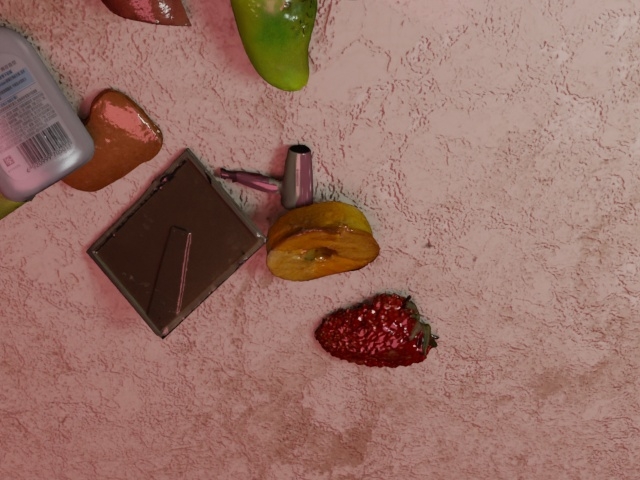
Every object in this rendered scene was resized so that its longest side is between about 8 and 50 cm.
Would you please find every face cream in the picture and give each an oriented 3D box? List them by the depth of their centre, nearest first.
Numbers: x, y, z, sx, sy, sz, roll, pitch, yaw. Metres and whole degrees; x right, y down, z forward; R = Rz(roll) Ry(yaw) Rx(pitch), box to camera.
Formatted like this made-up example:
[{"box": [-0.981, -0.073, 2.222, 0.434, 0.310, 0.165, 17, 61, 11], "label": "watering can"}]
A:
[{"box": [-0.491, -0.232, 1.486, 0.163, 0.080, 0.337, -34, 105, -12], "label": "face cream"}]

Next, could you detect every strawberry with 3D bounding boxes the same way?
[{"box": [0.100, 0.189, 1.774, 0.208, 0.087, 0.167, -25, 120, 17], "label": "strawberry"}]

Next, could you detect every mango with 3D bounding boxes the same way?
[{"box": [-0.062, -0.329, 1.435, 0.125, 0.111, 0.233, -11, 120, 15], "label": "mango"}]

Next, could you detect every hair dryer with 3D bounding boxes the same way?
[{"box": [-0.089, -0.103, 1.617, 0.154, 0.054, 0.106, 1, 118, 5], "label": "hair dryer"}]

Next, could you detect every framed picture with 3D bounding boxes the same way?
[{"box": [-0.245, 0.011, 1.653, 0.281, 0.019, 0.209, -41, 88, 24], "label": "framed picture"}]

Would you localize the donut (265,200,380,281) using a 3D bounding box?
[{"box": [-0.001, -0.001, 1.636, 0.190, 0.075, 0.174, -21, 151, 22], "label": "donut"}]

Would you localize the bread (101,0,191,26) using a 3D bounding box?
[{"box": [-0.275, -0.378, 1.430, 0.119, 0.067, 0.192, -18, 120, 11], "label": "bread"}]

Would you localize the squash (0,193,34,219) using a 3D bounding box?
[{"box": [-0.563, -0.074, 1.602, 0.186, 0.123, 0.123, -29, 118, 22], "label": "squash"}]

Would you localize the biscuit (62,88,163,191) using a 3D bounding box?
[{"box": [-0.371, -0.173, 1.580, 0.192, 0.036, 0.186, -29, 116, 16], "label": "biscuit"}]
